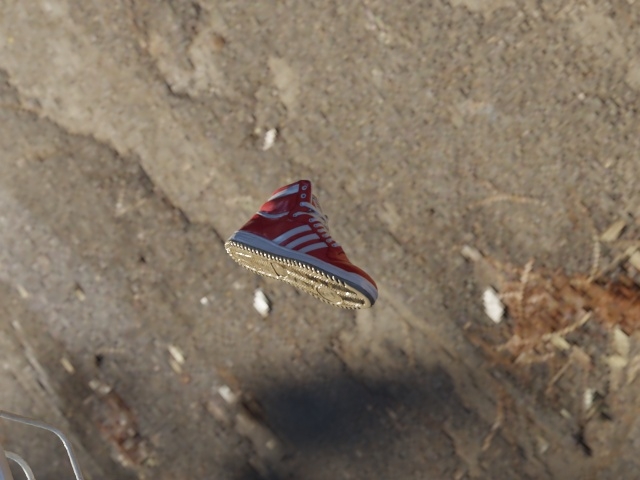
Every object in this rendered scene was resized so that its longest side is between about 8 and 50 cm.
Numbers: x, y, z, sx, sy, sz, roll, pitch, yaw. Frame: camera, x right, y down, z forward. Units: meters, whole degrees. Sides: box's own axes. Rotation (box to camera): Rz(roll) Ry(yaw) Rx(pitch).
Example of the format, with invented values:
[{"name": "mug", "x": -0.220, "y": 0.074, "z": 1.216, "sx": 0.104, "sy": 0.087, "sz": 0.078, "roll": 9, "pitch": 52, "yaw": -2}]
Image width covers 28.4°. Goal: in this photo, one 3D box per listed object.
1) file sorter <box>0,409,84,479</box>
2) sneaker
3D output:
[{"name": "file sorter", "x": -0.433, "y": 0.353, "z": 1.520, "sx": 0.278, "sy": 0.173, "sz": 0.193, "roll": -35, "pitch": 59, "yaw": 13}, {"name": "sneaker", "x": 0.000, "y": 0.000, "z": 0.828, "sx": 0.118, "sy": 0.067, "sz": 0.042, "roll": 21, "pitch": 151, "yaw": 33}]
